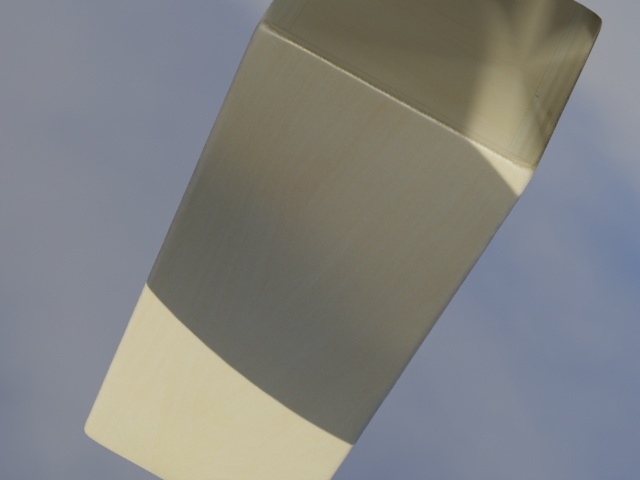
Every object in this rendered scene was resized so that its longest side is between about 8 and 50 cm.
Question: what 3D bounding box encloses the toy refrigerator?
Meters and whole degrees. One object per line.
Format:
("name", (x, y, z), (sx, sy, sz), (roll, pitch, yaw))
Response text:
("toy refrigerator", (0.000, 0.000, 0.722), (0.102, 0.269, 0.094), (29, -129, 1))
